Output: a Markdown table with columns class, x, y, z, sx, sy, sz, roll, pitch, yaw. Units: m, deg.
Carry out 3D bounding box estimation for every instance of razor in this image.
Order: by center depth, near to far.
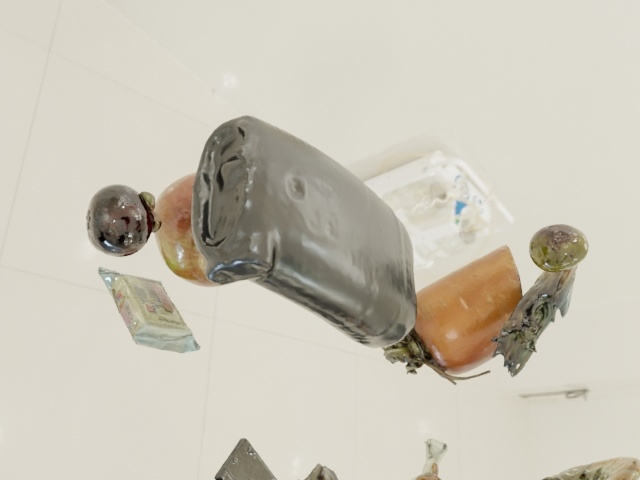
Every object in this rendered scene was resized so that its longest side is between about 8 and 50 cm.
| class | x | y | z | sx | sy | sz | roll | pitch | yaw |
| --- | --- | --- | --- | --- | --- | --- | --- | --- | --- |
| razor | 0.002 | 0.000 | 0.758 | 0.349 | 0.113 | 0.205 | 32 | 47 | -47 |

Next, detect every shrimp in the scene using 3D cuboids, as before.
| class | x | y | z | sx | sy | sz | roll | pitch | yaw |
| --- | --- | --- | --- | --- | --- | --- | --- | --- | --- |
| shrimp | 0.403 | 0.099 | 1.122 | 0.075 | 0.178 | 0.289 | 37 | 70 | 16 |
| shrimp | 0.469 | 0.471 | 1.189 | 0.169 | 0.296 | 0.058 | -23 | 73 | -33 |

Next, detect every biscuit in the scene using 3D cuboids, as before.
| class | x | y | z | sx | sy | sz | roll | pitch | yaw |
| --- | --- | --- | --- | --- | --- | --- | --- | --- | --- |
| biscuit | -0.428 | 0.171 | 1.573 | 0.186 | 0.079 | 0.309 | 23 | 16 | -42 |

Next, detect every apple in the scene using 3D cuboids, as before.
| class | x | y | z | sx | sy | sz | roll | pitch | yaw |
| --- | --- | --- | --- | --- | --- | --- | --- | --- | --- |
| apple | -0.265 | -0.039 | 1.574 | 0.301 | 0.301 | 0.302 | 18 | 64 | -41 |

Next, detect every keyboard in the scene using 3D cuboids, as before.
| class | x | y | z | sx | sy | sz | roll | pitch | yaw |
| --- | --- | --- | --- | --- | --- | --- | --- | --- | --- |
| keyboard | -0.063 | 0.474 | 1.053 | 0.310 | 0.018 | 0.101 | 56 | 33 | -11 |

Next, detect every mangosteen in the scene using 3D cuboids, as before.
| class | x | y | z | sx | sy | sz | roll | pitch | yaw |
| --- | --- | --- | --- | --- | --- | --- | --- | --- | --- |
| mangosteen | -0.389 | -0.040 | 1.274 | 0.152 | 0.152 | 0.153 | 18 | 64 | -41 |

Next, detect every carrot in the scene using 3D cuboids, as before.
| class | x | y | z | sx | sy | sz | roll | pitch | yaw |
| --- | --- | --- | --- | --- | --- | --- | --- | --- | --- |
| carrot | 0.280 | 0.175 | 1.312 | 0.193 | 0.331 | 0.214 | 75 | -10 | -84 |

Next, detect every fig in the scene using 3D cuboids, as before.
| class | x | y | z | sx | sy | sz | roll | pitch | yaw |
| --- | --- | --- | --- | --- | --- | --- | --- | --- | --- |
| fig | 0.374 | 0.019 | 1.015 | 0.084 | 0.082 | 0.098 | -37 | 147 | -10 |

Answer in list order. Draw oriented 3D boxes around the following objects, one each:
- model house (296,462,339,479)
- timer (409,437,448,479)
| class | x | y | z | sx | sy | sz | roll | pitch | yaw |
| --- | --- | --- | --- | --- | --- | --- | --- | --- | --- |
| model house | -0.046 | 0.779 | 1.569 | 0.297 | 0.283 | 0.317 | -20 | 61 | -30 |
| timer | 0.098 | 0.386 | 0.777 | 0.175 | 0.175 | 0.266 | 7 | 108 | -44 |
